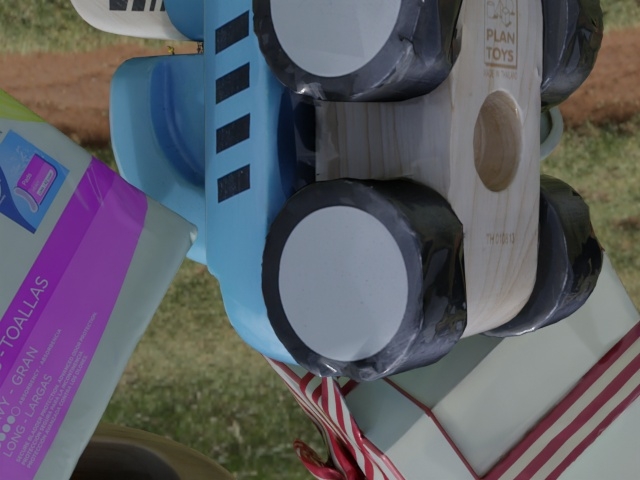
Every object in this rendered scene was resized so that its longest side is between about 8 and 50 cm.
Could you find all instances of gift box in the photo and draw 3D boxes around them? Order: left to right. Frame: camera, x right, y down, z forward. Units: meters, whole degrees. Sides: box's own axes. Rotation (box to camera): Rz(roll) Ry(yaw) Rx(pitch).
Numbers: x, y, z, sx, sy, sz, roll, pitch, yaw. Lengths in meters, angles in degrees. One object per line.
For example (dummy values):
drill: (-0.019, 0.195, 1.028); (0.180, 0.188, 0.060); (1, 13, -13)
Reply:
gift box: (0.102, 0.118, 0.836); (0.258, 0.255, 0.276); (-43, 114, -10)

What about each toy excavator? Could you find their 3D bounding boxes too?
toy excavator: (-0.063, -0.141, 0.671); (0.445, 0.433, 0.222); (4, -173, 37)

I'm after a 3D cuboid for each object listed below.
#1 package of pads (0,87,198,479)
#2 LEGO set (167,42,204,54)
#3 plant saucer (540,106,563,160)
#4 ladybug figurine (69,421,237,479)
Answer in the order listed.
package of pads: (-0.233, 0.013, 0.479); (0.296, 0.229, 0.101); (37, 147, -22)
LEGO set: (-0.181, -0.415, 1.921); (0.255, 0.331, 0.192); (-8, 154, 15)
plant saucer: (0.207, -0.196, 1.727); (0.400, 0.400, 0.101); (1, 126, -7)
ladybug figurine: (-0.287, 0.356, 1.196); (0.449, 0.305, 0.162); (10, 120, -17)
